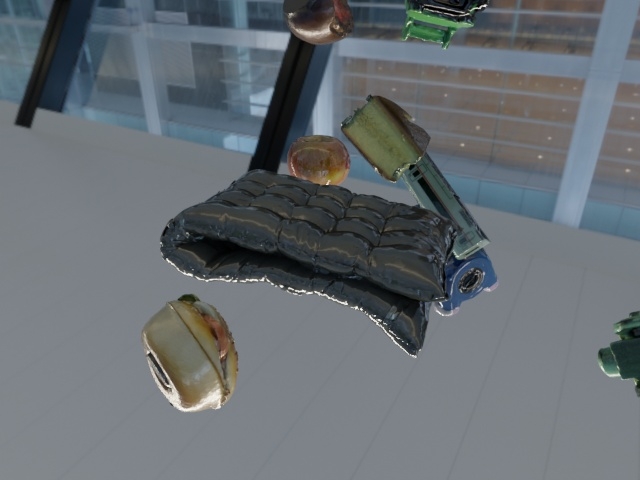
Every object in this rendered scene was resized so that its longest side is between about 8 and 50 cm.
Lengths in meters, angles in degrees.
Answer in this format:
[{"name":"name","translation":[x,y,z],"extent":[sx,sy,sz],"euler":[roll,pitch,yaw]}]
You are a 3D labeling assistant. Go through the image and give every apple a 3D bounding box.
[{"name":"apple","translation":[-0.004,-0.246,1.654],"extent":[0.210,0.164,0.209],"euler":[-3,-153,1]}]

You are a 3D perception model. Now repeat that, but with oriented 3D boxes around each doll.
[{"name":"doll","translation":[0.320,0.030,1.443],"extent":[0.285,0.240,0.310],"euler":[-20,-144,-17]}]

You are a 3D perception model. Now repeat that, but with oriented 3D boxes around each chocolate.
[{"name":"chocolate","translation":[0.006,-0.425,0.968],"extent":[0.127,0.124,0.133],"euler":[9,164,47]}]

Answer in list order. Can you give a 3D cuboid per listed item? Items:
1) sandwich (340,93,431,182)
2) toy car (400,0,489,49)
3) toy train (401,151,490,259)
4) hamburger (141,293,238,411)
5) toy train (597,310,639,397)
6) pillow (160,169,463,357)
[{"name":"sandwich","translation":[0.155,-0.202,1.111],"extent":[0.128,0.122,0.235],"euler":[13,-145,-38]},{"name":"toy car","translation":[0.335,-0.712,1.369],"extent":[0.214,0.358,0.176],"euler":[8,-168,-7]},{"name":"toy train","translation":[0.258,-0.142,1.263],"extent":[0.086,0.088,0.406],"euler":[8,-132,-60]},{"name":"hamburger","translation":[-0.242,0.217,0.975],"extent":[0.148,0.236,0.237],"euler":[-26,-142,-31]},{"name":"toy train","translation":[0.803,0.199,1.021],"extent":[0.273,0.179,0.442],"euler":[7,155,-40]},{"name":"pillow","translation":[0.000,0.000,0.634],"extent":[0.327,0.101,0.228],"euler":[17,-155,11]}]
